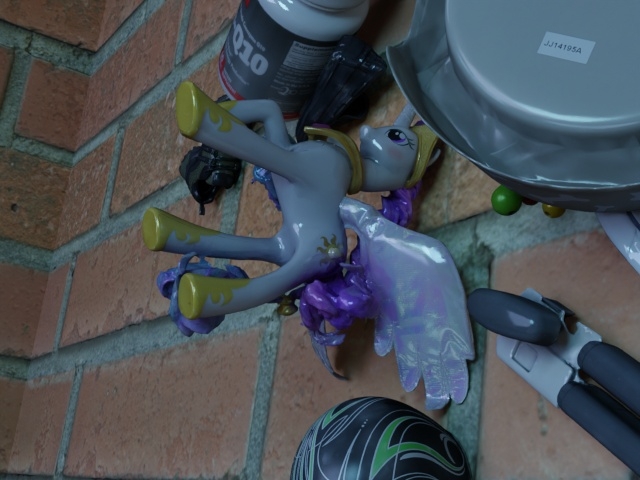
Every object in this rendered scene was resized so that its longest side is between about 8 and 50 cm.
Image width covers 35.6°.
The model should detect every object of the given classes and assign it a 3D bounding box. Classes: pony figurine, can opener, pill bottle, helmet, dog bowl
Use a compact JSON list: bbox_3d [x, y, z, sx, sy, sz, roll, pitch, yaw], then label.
[{"bbox_3d":[0.000,0.000,1.073,0.302,0.363,0.351,3,93,54],"label":"pony figurine"},{"bbox_3d":[0.213,0.117,0.819,0.076,0.095,0.283,-68,28,12],"label":"can opener"},{"bbox_3d":[-0.031,-0.302,1.354,0.283,0.161,0.161,125,149,-55],"label":"pill bottle"},{"bbox_3d":[0.049,0.237,0.977,0.169,0.161,0.170,-34,49,50],"label":"helmet"},{"bbox_3d":[0.226,-0.179,0.778,0.348,0.102,0.349,-8,65,19],"label":"dog bowl"}]

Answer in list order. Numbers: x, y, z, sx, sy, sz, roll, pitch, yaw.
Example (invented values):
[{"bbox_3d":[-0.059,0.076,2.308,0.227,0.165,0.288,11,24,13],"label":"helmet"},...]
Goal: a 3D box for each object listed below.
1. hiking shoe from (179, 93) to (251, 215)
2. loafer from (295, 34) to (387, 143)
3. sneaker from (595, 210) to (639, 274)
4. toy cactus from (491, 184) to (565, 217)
[{"bbox_3d":[-0.157,-0.145,1.661,0.227,0.086,0.114,-55,46,41],"label":"hiking shoe"},{"bbox_3d":[0.024,-0.184,1.341,0.076,0.078,0.223,-60,1,-33],"label":"loafer"},{"bbox_3d":[0.300,0.023,0.741,0.091,0.094,0.258,-45,41,14],"label":"sneaker"},{"bbox_3d":[0.239,-0.118,0.923,0.180,0.112,0.219,-87,23,-62],"label":"toy cactus"}]
